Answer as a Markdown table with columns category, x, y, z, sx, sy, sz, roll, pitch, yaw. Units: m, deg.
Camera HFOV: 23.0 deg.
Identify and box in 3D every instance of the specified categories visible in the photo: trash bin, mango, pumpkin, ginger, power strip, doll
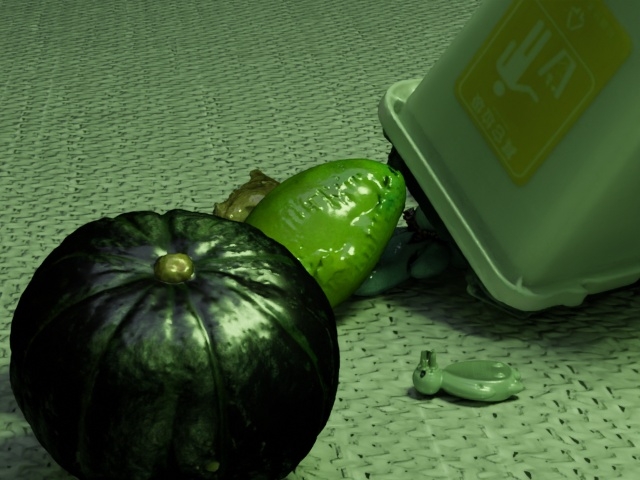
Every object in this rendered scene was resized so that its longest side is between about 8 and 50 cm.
| category | x | y | z | sx | sy | sz | roll | pitch | yaw |
| --- | --- | --- | --- | --- | --- | --- | --- | --- | --- |
| trash bin | 0.260 | -0.137 | 1.314 | 0.296 | 0.367 | 0.255 | -10 | 57 | -34 |
| mango | 0.000 | 0.000 | 1.347 | 0.178 | 0.100 | 0.119 | -41 | 59 | -11 |
| pumpkin | -0.096 | 0.076 | 1.043 | 0.221 | 0.161 | 0.220 | 2 | 37 | -1 |
| ginger | -0.050 | -0.013 | 1.505 | 0.133 | 0.059 | 0.214 | 13 | 23 | 15 |
| power strip | 0.111 | 0.100 | 1.192 | 0.083 | 0.035 | 0.055 | 2 | 19 | 2 |
| doll | 0.089 | -0.005 | 1.434 | 0.180 | 0.075 | 0.120 | -14 | 28 | -31 |
